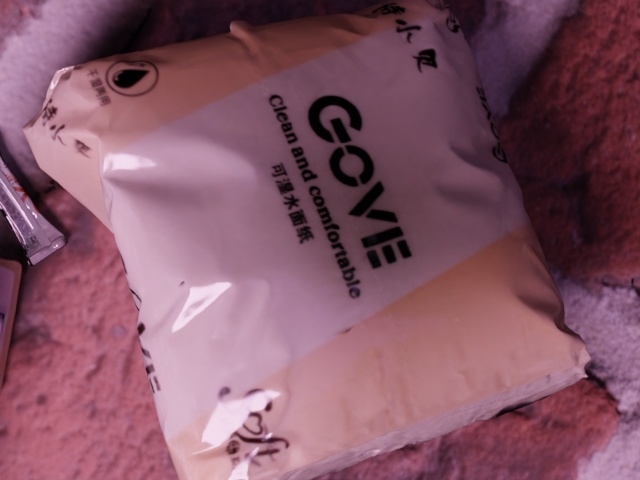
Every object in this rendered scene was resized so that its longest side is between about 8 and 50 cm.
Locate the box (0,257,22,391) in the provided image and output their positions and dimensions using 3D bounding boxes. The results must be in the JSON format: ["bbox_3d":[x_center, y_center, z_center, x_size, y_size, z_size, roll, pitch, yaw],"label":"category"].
[{"bbox_3d":[-0.270,0.070,0.833,0.048,0.025,0.115,11,84,-22],"label":"box"}]

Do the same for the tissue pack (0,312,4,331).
[{"bbox_3d":[-0.337,0.155,0.758,0.148,0.092,0.247,13,85,-8],"label":"tissue pack"}]

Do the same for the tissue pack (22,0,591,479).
[{"bbox_3d":[0.000,0.000,0.860,0.389,0.195,0.376,-19,83,-20],"label":"tissue pack"}]

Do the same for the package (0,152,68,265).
[{"bbox_3d":[-0.250,-0.034,0.848,0.037,0.015,0.110,-35,102,-19],"label":"package"}]
